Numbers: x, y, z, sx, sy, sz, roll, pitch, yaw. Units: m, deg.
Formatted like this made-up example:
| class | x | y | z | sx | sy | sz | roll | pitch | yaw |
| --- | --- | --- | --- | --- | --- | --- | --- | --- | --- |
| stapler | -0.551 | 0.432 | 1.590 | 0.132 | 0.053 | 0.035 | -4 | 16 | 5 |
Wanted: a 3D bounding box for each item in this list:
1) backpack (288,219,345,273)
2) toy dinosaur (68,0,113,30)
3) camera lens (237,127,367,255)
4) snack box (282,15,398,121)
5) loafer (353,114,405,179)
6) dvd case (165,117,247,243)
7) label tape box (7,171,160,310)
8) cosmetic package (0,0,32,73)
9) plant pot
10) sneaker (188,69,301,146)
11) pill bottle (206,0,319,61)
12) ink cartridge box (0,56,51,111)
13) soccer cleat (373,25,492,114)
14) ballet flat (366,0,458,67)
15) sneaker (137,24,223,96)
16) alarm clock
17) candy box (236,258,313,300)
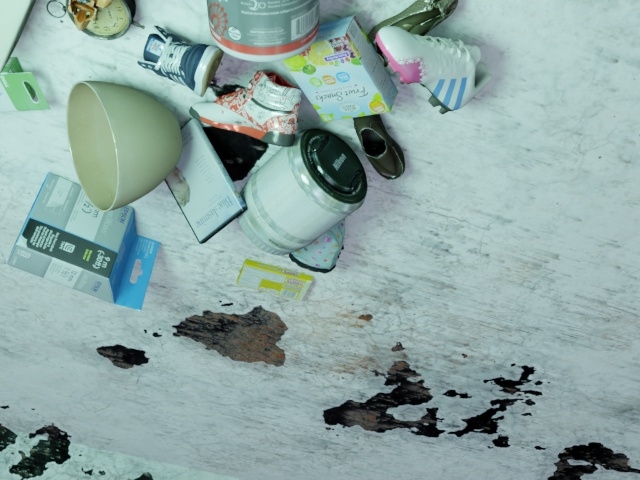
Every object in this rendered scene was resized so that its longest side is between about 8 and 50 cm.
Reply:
| class | x | y | z | sx | sy | sz | roll | pitch | yaw |
| --- | --- | --- | --- | --- | --- | --- | --- | --- | --- |
| backpack | 0.000 | 0.000 | 1.914 | 0.152 | 0.115 | 0.182 | 15 | 136 | -7 |
| toy dinosaur | -0.398 | -0.483 | 1.265 | 0.322 | 0.218 | 0.164 | -18 | 143 | 40 |
| camera lens | -0.043 | -0.113 | 1.707 | 0.219 | 0.219 | 0.274 | 31 | 133 | -26 |
| snack box | 0.038 | -0.348 | 1.509 | 0.174 | 0.070 | 0.207 | -3 | 143 | 37 |
| loafer | 0.130 | -0.209 | 1.683 | 0.080 | 0.078 | 0.220 | -17 | 134 | 24 |
| dvd case | -0.292 | -0.138 | 1.734 | 0.180 | 0.022 | 0.253 | -34 | 83 | 37 |
| label tape box | -0.587 | 0.006 | 1.885 | 0.347 | 0.249 | 0.115 | 23 | 137 | -19 |
| cosmetic package | -0.617 | -0.484 | 1.402 | 0.129 | 0.153 | 0.296 | 27 | 134 | -24 |
| plant pot | -0.422 | -0.220 | 1.627 | 0.191 | 0.284 | 0.284 | -15 | 151 | -35 |
| sneaker | -0.162 | -0.309 | 1.603 | 0.270 | 0.090 | 0.145 | 20 | 107 | 24 |
| pill bottle | -0.103 | -0.514 | 1.261 | 0.210 | 0.210 | 0.363 | 4 | 139 | 2 |
| ink cartridge box | -0.716 | -0.348 | 1.635 | 0.209 | 0.062 | 0.109 | -1 | 139 | 8 |
| soccer cleat | 0.228 | -0.360 | 1.429 | 0.143 | 0.116 | 0.331 | -34 | 154 | 23 |
| ballet flat | 0.172 | -0.417 | 1.455 | 0.250 | 0.058 | 0.084 | -31 | 127 | 35 |
| sneaker | -0.282 | -0.362 | 1.448 | 0.153 | 0.282 | 0.099 | 26 | 92 | -14 |
| alarm clock | -0.457 | -0.471 | 1.462 | 0.192 | 0.064 | 0.129 | -3 | 139 | 5 |
| candy box | -0.135 | 0.117 | 2.130 | 0.206 | 0.027 | 0.105 | 16 | 136 | -11 |
